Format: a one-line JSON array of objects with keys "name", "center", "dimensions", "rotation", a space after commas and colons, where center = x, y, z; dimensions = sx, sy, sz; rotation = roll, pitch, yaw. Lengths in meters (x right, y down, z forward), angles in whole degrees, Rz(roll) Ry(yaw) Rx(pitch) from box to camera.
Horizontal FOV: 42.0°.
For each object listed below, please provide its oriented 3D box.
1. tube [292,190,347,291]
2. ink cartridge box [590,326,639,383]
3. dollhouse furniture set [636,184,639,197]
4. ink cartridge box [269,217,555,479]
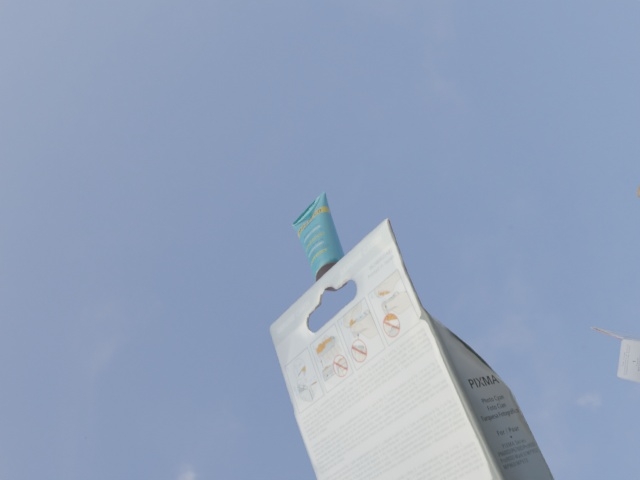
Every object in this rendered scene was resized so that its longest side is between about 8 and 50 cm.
[{"name": "tube", "center": [0.000, 0.000, 1.280], "dimensions": [0.080, 0.207, 0.052], "rotation": [-41, -60, 13]}, {"name": "ink cartridge box", "center": [0.577, 0.189, 1.211], "dimensions": [0.296, 0.261, 0.066], "rotation": [9, -92, -4]}, {"name": "dollhouse furniture set", "center": [0.472, 0.031, 0.602], "dimensions": [0.256, 0.394, 0.362], "rotation": [25, -134, -13]}, {"name": "ink cartridge box", "center": [0.095, 0.212, 1.061], "dimensions": [0.091, 0.308, 0.385], "rotation": [0, -122, -38]}]
